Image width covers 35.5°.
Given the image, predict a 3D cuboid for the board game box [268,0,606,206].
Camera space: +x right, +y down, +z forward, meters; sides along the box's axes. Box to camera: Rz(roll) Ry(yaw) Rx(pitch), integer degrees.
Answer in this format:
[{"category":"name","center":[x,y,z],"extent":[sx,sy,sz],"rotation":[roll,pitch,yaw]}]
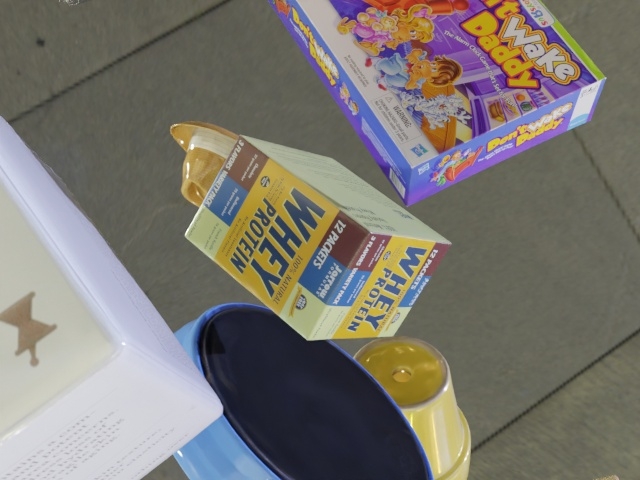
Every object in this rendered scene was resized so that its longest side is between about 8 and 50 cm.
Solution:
[{"category":"board game box","center":[0.109,-0.232,1.099],"extent":[0.233,0.078,0.347],"rotation":[-25,64,-13]}]

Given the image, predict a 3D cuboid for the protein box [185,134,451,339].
[{"category":"protein box","center":[0.000,0.000,1.134],"extent":[0.201,0.200,0.136],"rotation":[38,106,28]}]

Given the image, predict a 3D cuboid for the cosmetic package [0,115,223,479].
[{"category":"cosmetic package","center":[-0.326,0.092,0.831],"extent":[0.329,0.393,0.327],"rotation":[-36,75,-7]}]

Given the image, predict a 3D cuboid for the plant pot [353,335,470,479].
[{"category":"plant pot","center":[0.132,0.300,1.679],"extent":[0.254,0.254,0.239],"rotation":[-13,132,-13]}]

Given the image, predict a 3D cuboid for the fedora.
[{"category":"fedora","center":[-0.126,-0.078,1.298],"extent":[0.194,0.194,0.079],"rotation":[29,74,-9]}]

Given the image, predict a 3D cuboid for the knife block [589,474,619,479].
[{"category":"knife block","center":[0.145,0.195,0.582],"extent":[0.276,0.242,0.088],"rotation":[12,48,-27]}]

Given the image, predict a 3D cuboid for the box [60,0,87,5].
[{"category":"box","center":[-0.475,-0.529,1.732],"extent":[0.247,0.142,0.163],"rotation":[12,74,-55]}]

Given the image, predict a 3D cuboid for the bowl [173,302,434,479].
[{"category":"bowl","center":[-0.021,0.227,1.208],"extent":[0.391,0.391,0.077],"rotation":[37,110,-7]}]
